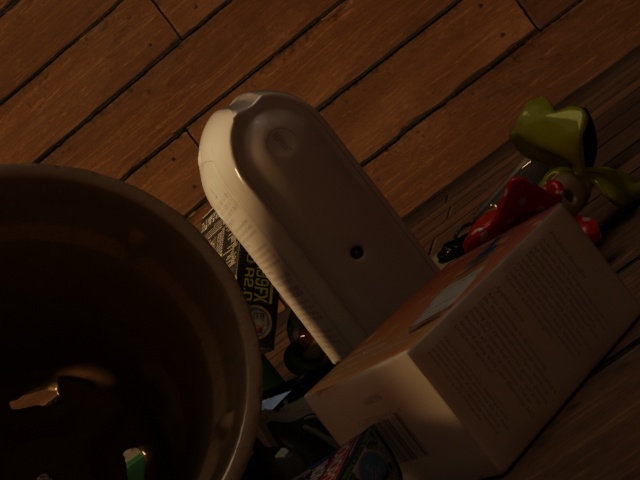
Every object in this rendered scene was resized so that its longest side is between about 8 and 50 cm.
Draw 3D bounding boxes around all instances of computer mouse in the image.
[{"bbox_3d":[0.268,-0.062,1.358,0.188,0.072,0.272,-39,-9,-35],"label":"computer mouse"}]

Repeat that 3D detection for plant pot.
[{"bbox_3d":[-0.227,0.160,0.864,0.334,0.334,0.305,-38,-16,-25],"label":"plant pot"}]

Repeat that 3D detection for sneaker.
[{"bbox_3d":[0.014,0.137,0.854,0.132,0.086,0.228,-35,1,-4],"label":"sneaker"}]

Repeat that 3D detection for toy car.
[{"bbox_3d":[-0.025,0.059,1.474,0.149,0.188,0.155,-38,-11,-40],"label":"toy car"}]

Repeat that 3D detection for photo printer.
[{"bbox_3d":[0.000,0.000,1.027,0.107,0.307,0.256,-38,1,-11],"label":"photo printer"}]

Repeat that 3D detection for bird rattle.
[{"bbox_3d":[0.194,0.000,0.993,0.207,0.143,0.253,-52,3,47],"label":"bird rattle"}]

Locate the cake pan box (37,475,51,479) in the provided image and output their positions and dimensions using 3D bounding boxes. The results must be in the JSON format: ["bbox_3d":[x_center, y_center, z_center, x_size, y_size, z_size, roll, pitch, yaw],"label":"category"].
[{"bbox_3d":[-0.395,0.335,1.177,0.245,0.070,0.267,-35,-22,-18],"label":"cake pan box"}]

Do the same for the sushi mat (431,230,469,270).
[{"bbox_3d":[0.135,0.061,1.486,0.151,0.019,0.316,-36,2,25],"label":"sushi mat"}]

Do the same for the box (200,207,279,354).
[{"bbox_3d":[-0.114,0.050,1.437,0.060,0.216,0.270,9,-14,-17],"label":"box"}]

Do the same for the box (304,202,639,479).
[{"bbox_3d":[0.098,0.073,0.697,0.170,0.091,0.130,-39,2,-36],"label":"box"}]

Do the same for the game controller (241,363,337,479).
[{"bbox_3d":[-0.084,0.208,1.115,0.166,0.067,0.319,-33,-1,-29],"label":"game controller"}]

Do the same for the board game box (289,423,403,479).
[{"bbox_3d":[-0.012,0.180,0.580,0.194,0.060,0.194,-36,2,21],"label":"board game box"}]

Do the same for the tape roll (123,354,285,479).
[{"bbox_3d":[-0.183,0.271,1.424,0.321,0.077,0.321,-38,1,1],"label":"tape roll"}]
